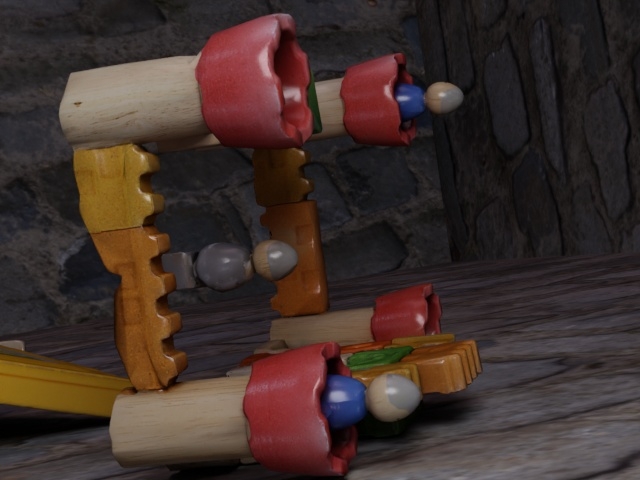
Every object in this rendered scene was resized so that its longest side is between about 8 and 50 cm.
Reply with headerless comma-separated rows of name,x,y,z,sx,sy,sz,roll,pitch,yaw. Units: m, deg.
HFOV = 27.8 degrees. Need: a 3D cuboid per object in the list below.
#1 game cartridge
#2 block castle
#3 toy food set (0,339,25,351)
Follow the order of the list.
game cartridge,-0.376,0.115,1.253,0.323,0.053,0.285,3,-9,44
block castle,0.000,0.000,1.001,0.212,0.303,0.453,-7,2,15
toy food set,-0.514,0.168,1.587,0.219,0.092,0.306,-8,1,6
